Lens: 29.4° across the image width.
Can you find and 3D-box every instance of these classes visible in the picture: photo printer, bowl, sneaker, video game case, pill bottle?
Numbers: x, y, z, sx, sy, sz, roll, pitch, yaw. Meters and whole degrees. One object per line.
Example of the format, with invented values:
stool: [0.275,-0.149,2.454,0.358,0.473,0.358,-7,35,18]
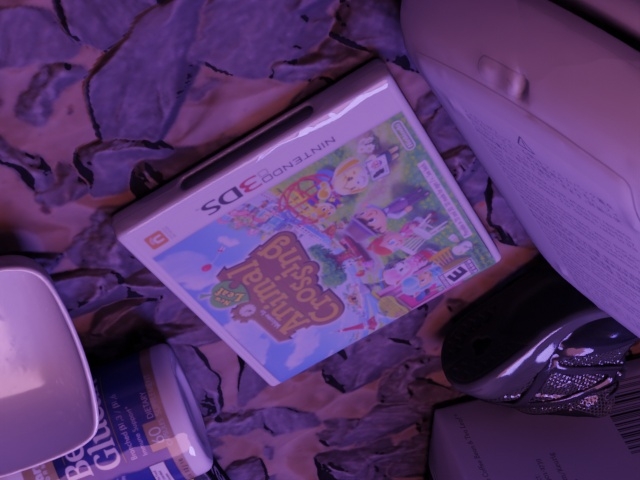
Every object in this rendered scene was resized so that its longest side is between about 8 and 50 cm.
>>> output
photo printer: [0.182,-0.038,0.676,0.107,0.256,0.307,-46,136,-3]
bowl: [-0.215,0.075,0.745,0.142,0.053,0.142,-15,119,-6]
sneaker: [0.214,0.059,0.918,0.227,0.087,0.130,-37,139,20]
video game case: [0.000,0.000,0.804,0.193,0.023,0.212,-30,139,8]
pill bottle: [-0.166,0.141,0.826,0.169,0.094,0.094,-21,139,-2]

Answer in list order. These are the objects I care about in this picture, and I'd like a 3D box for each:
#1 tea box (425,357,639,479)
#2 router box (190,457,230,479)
tea box: [0.238,0.337,1.036,0.219,0.329,0.324,-12,139,-13]
router box: [-0.138,0.210,0.948,0.133,0.046,0.179,-24,139,1]
